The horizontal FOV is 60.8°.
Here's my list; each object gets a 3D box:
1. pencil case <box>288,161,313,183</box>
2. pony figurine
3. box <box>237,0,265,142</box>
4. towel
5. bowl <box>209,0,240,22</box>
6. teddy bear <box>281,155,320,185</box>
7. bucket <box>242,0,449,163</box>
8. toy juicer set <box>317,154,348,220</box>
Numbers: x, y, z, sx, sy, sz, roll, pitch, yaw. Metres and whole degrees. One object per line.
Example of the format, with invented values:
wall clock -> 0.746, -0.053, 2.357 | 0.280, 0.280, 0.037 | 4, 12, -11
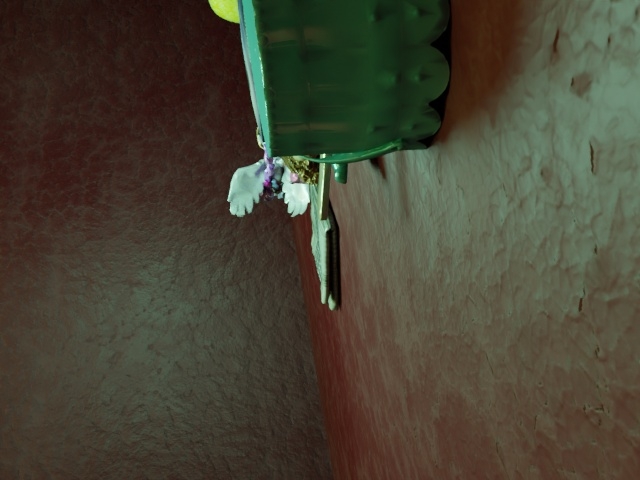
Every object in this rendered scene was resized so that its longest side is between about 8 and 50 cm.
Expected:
pencil case -> -0.064, -0.279, 1.679 | 0.098, 0.095, 0.210 | -20, -74, -65
pony figurine -> -0.169, -0.255, 2.012 | 0.363, 0.302, 0.351 | 8, -98, -81
box -> -0.077, -0.423, 1.187 | 0.294, 0.182, 0.296 | -107, 10, -46
towel -> 0.000, 0.000, 1.590 | 0.312, 0.056, 0.324 | -106, 9, -50
bowl -> -0.166, -0.731, 1.533 | 0.156, 0.289, 0.289 | 35, 157, 15
teddy bear -> -0.059, -0.273, 1.464 | 0.245, 0.113, 0.338 | 57, 177, 14
bucket -> 0.012, -0.224, 0.623 | 0.281, 0.183, 0.281 | 172, 90, -84
toy juicer set -> 0.037, -0.210, 0.877 | 0.329, 0.089, 0.209 | -90, 4, -49
